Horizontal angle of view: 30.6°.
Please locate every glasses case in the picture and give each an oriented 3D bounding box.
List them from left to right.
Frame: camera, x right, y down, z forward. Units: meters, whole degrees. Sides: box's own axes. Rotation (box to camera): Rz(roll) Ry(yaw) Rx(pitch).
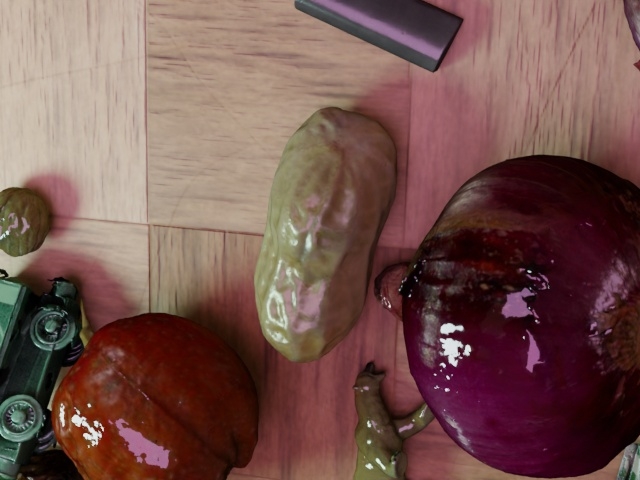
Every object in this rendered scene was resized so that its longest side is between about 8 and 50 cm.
[{"bbox_3d":[0.065,-0.265,1.355,0.190,0.042,0.072,26,102,7],"label":"glasses case"}]

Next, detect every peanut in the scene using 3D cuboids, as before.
[{"bbox_3d":[0.000,0.000,1.386,0.152,0.152,0.313,19,110,10],"label":"peanut"}]

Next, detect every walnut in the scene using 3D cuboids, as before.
[{"bbox_3d":[-0.394,-0.025,1.521,0.092,0.092,0.092,4,105,14],"label":"walnut"}]

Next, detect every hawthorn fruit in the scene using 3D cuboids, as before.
[{"bbox_3d":[-0.204,0.221,1.450,0.261,0.258,0.258,25,112,-22],"label":"hawthorn fruit"}]

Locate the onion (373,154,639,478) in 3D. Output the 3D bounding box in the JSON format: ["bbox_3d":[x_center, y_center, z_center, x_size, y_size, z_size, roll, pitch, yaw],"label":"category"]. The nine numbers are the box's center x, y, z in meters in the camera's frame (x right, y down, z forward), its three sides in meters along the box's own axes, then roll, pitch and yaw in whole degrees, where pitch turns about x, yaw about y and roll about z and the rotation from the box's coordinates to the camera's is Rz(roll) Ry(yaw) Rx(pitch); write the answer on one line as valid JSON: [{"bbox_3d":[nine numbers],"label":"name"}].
[{"bbox_3d":[0.203,0.075,1.289,0.385,0.347,0.348,8,109,48],"label":"onion"}]

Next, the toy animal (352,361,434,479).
[{"bbox_3d":[0.080,0.270,1.471,0.101,0.103,0.219,15,114,36],"label":"toy animal"}]

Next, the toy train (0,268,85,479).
[{"bbox_3d":[-0.397,0.172,1.514,0.154,0.115,0.270,12,76,11],"label":"toy train"}]

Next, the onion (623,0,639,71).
[{"bbox_3d":[0.474,-0.262,1.148,0.347,0.285,0.348,5,96,53],"label":"onion"}]

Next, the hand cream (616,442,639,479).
[{"bbox_3d":[0.489,0.320,1.384,0.276,0.059,0.095,15,105,16],"label":"hand cream"}]

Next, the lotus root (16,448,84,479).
[{"bbox_3d":[-0.392,0.378,1.544,0.272,0.272,0.192,4,93,14],"label":"lotus root"}]
